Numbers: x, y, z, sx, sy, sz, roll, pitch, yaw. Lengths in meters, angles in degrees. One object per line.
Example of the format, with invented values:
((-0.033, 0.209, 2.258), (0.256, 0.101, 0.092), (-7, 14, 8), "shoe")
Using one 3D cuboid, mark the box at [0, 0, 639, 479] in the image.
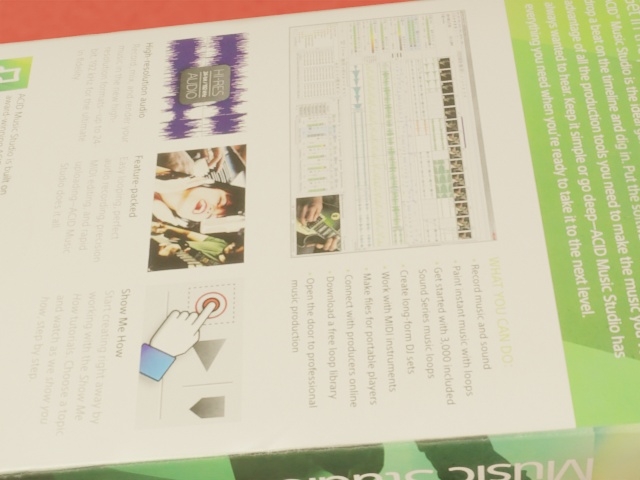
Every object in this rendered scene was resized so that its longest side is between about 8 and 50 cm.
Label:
((0.000, 0.000, 0.518), (0.321, 0.058, 0.232), (-5, 51, 6), "box")
